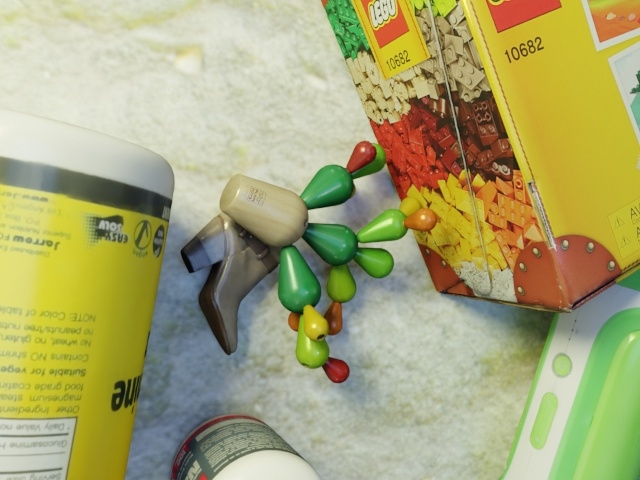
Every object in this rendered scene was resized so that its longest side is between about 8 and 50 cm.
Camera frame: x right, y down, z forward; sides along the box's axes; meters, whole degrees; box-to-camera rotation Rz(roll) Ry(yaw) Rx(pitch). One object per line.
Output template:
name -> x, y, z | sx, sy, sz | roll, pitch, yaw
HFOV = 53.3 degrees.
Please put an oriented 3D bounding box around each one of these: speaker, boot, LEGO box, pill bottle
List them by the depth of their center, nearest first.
pill bottle -> -0.216, 0.092, 0.429 | 0.187, 0.188, 0.334 | 11, 87, -21
pill bottle -> -0.052, 0.208, 0.497 | 0.107, 0.180, 0.108 | 0, 89, -22
boot -> -0.069, 0.031, 0.568 | 0.086, 0.042, 0.119 | -28, 110, -29
LEGO box -> 0.292, -0.211, 0.626 | 0.499, 0.193, 0.373 | -26, 99, -19
speaker -> 0.269, 0.165, 0.632 | 0.131, 0.131, 0.297 | 14, 95, -21

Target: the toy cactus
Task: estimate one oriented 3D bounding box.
toy cactus -> 0.000, 0.000, 0.551 | 0.180, 0.112, 0.219 | 26, 82, -30
